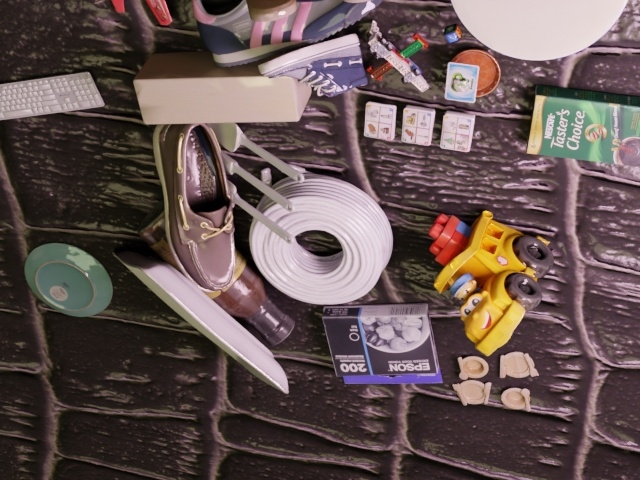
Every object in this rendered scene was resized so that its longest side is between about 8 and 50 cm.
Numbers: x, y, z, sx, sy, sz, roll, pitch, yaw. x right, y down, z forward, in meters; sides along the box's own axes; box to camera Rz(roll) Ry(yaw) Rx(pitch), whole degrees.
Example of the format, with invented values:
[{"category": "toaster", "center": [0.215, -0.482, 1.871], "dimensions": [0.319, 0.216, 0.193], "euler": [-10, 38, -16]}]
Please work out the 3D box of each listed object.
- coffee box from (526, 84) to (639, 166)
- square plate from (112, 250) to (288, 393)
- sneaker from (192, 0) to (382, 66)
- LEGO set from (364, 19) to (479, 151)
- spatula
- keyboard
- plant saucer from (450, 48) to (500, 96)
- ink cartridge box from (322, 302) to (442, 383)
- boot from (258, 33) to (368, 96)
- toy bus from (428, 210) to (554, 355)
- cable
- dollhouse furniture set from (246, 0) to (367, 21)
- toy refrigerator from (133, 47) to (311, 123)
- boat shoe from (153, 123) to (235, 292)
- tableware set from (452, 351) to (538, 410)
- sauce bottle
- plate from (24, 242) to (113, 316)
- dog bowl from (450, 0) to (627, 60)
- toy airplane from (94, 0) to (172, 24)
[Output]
[{"category": "coffee box", "center": [0.426, -0.181, 1.729], "dimensions": [0.184, 0.040, 0.113], "euler": [9, 128, 8]}, {"category": "square plate", "center": [-0.222, 0.134, 2.012], "dimensions": [0.347, 0.344, 0.049], "euler": [43, 80, -17]}, {"category": "sneaker", "center": [-0.056, -0.370, 1.670], "dimensions": [0.319, 0.112, 0.131], "euler": [-15, 123, 23]}, {"category": "LEGO set", "center": [0.165, -0.258, 1.748], "dimensions": [0.182, 0.060, 0.244], "euler": [9, 139, 9]}, {"category": "spatula", "center": [-0.121, -0.108, 1.858], "dimensions": [0.242, 0.019, 0.168], "euler": [36, 129, 34]}, {"category": "keyboard", "center": [-0.511, -0.255, 1.936], "dimensions": [0.256, 0.014, 0.072], "euler": [-5, 124, 18]}, {"category": "plant saucer", "center": [0.245, -0.268, 1.729], "dimensions": [0.083, 0.013, 0.084], "euler": [7, 126, 10]}, {"category": "ink cartridge box", "center": [0.122, 0.214, 2.100], "dimensions": [0.206, 0.045, 0.208], "euler": [-3, 126, 16]}, {"category": "boot", "center": [-0.005, -0.260, 1.685], "dimensions": [0.069, 0.190, 0.086], "euler": [-3, 106, 57]}, {"category": "toy bus", "center": [0.266, 0.053, 1.840], "dimensions": [0.211, 0.220, 0.149], "euler": [33, 132, -3]}, {"category": "cable", "center": [0.000, 0.000, 1.944], "dimensions": [0.257, 0.089, 0.257], "euler": [11, 128, 6]}, {"category": "dollhouse furniture set", "center": [0.052, -0.486, 1.388], "dimensions": [0.394, 0.256, 0.362], "euler": [-12, 122, -1]}, {"category": "toy refrigerator", "center": [-0.159, -0.251, 1.792], "dimensions": [0.269, 0.102, 0.094], "euler": [0, 126, 14]}, {"category": "boat shoe", "center": [-0.206, -0.058, 1.886], "dimensions": [0.096, 0.116, 0.325], "euler": [9, 114, 54]}, {"category": "tableware set", "center": [0.338, 0.272, 2.102], "dimensions": [0.168, 0.020, 0.141], "euler": [-1, 126, 15]}, {"category": "sauce bottle", "center": [-0.188, 0.063, 2.026], "dimensions": [0.111, 0.111, 0.344], "euler": [-30, 114, 31]}, {"category": "plate", "center": [-0.511, 0.086, 2.183], "dimensions": [0.188, 0.024, 0.188], "euler": [7, 127, 9]}, {"category": "dog bowl", "center": [0.316, -0.398, 1.557], "dimensions": [0.264, 0.104, 0.265], "euler": [7, 127, 9]}, {"category": "toy airplane", "center": [-0.299, -0.410, 1.756], "dimensions": [0.151, 0.028, 0.151], "euler": [7, 126, 10]}]
